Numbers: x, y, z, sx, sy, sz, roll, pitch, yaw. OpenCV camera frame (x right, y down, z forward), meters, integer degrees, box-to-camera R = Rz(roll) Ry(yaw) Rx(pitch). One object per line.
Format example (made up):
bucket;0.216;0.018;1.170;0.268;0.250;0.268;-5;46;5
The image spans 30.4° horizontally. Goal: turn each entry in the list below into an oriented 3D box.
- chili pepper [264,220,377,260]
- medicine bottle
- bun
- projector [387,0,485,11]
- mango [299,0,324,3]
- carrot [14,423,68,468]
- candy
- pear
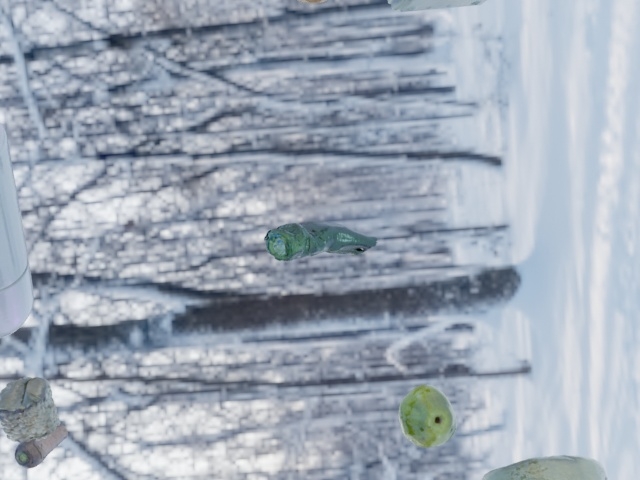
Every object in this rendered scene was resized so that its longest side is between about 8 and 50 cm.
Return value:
chili pepper;0.000;-0.002;1.904;0.224;0.098;0.061;-6;-81;-48
medicine bottle;-0.470;-0.004;1.608;0.130;0.130;0.341;-88;1;-47
bun;0.396;0.458;2.111;0.210;0.237;0.116;41;-146;-61
projector;0.230;-0.449;1.870;0.256;0.191;0.099;150;108;-69
mango;-0.053;-0.510;1.756;0.187;0.144;0.359;31;-142;-68
carrot;-0.528;0.386;2.233;0.161;0.055;0.055;-43;-51;-76
candy;-0.484;0.281;1.942;0.085;0.095;0.110;-84;-16;-51
pear;0.155;0.261;1.733;0.097;0.092;0.092;128;139;-80
